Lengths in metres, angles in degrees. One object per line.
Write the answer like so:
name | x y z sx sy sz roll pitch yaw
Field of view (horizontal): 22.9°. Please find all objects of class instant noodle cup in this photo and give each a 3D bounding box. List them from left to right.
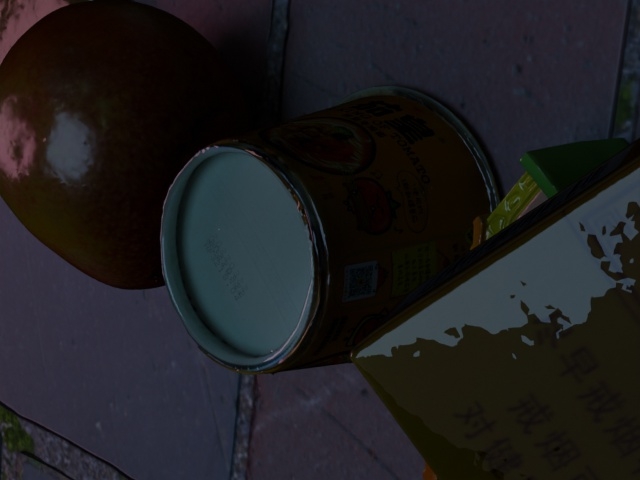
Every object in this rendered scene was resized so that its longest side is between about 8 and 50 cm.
instant noodle cup | 0.000 0.000 1.147 0.215 0.172 0.216 11 106 43

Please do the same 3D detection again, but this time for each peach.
peach | -0.158 -0.077 1.262 0.231 0.231 0.231 9 103 43

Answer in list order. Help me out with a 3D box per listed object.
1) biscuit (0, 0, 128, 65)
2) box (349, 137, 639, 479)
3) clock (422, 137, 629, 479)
biscuit | -0.266 -0.253 1.444 0.432 0.064 0.283 -37 70 42
box | 0.257 0.043 0.815 0.415 0.116 0.264 -36 89 23
clock | 0.163 0.100 1.050 0.220 0.106 0.255 55 130 24
